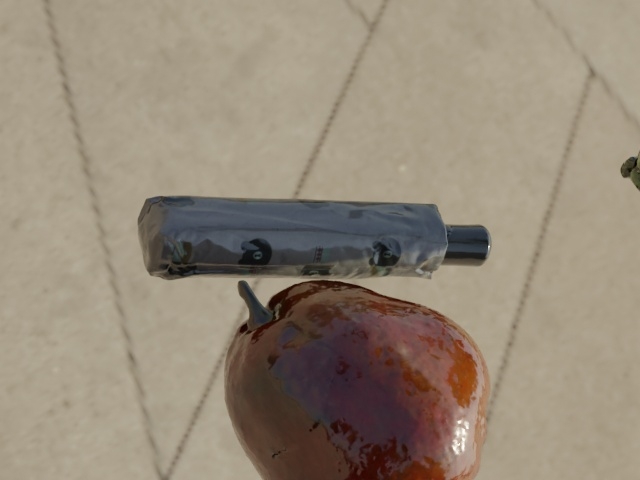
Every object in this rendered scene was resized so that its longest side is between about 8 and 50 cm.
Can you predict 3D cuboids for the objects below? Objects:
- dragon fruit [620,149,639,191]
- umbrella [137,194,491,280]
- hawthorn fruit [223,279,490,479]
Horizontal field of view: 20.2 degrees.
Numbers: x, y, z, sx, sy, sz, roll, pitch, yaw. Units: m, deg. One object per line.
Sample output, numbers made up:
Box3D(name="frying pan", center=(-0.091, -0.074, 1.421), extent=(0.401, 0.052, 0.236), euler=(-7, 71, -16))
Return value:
Box3D(name="dragon fruit", center=(0.407, -0.009, 1.573), extent=(0.269, 0.198, 0.200), euler=(17, 12, -29))
Box3D(name="umbrella", center=(0.000, 0.000, 1.629), extent=(0.337, 0.067, 0.073), euler=(1, 56, -23))
Box3D(name="hawthorn fruit", center=(0.017, 0.135, 1.543), extent=(0.261, 0.224, 0.224), euler=(37, 42, -11))
